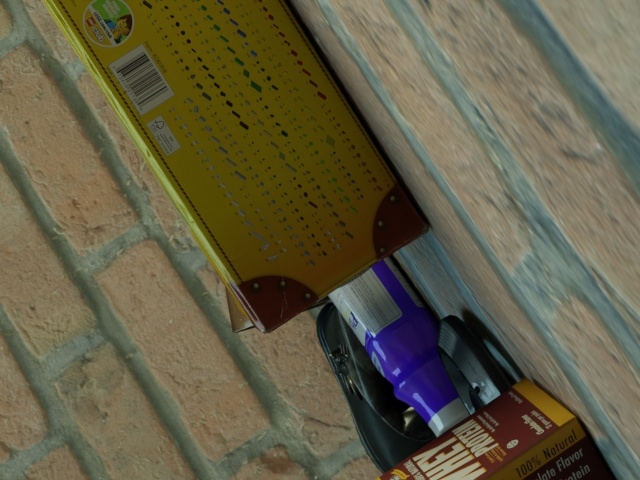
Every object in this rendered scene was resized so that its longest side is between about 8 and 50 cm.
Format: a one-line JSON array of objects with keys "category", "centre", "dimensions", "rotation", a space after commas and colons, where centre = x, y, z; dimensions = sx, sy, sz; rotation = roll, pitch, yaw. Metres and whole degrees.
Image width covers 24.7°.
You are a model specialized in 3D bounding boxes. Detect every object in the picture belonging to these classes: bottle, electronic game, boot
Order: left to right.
[{"category": "bottle", "centre": [0.091, 0.108, 1.776], "dimensions": [0.283, 0.092, 0.118], "rotation": [56, 174, 21]}, {"category": "boot", "centre": [0.128, 0.233, 2.093], "dimensions": [0.367, 0.146, 0.445], "rotation": [55, 171, 0]}, {"category": "electronic game", "centre": [0.187, 0.177, 1.496], "dimensions": [0.229, 0.048, 0.229], "rotation": [58, 177, 6]}]

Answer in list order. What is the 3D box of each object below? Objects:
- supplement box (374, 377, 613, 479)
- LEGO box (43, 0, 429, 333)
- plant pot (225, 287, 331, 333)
[{"category": "supplement box", "centre": [0.176, 0.268, 1.322], "dimensions": [0.194, 0.191, 0.129], "rotation": [58, 176, -15]}, {"category": "LEGO box", "centre": [-0.126, -0.171, 1.521], "dimensions": [0.500, 0.193, 0.372], "rotation": [57, 176, -6]}, {"category": "plant pot", "centre": [-0.072, 0.005, 2.322], "dimensions": [0.215, 0.215, 0.231], "rotation": [122, 130, -85]}]
